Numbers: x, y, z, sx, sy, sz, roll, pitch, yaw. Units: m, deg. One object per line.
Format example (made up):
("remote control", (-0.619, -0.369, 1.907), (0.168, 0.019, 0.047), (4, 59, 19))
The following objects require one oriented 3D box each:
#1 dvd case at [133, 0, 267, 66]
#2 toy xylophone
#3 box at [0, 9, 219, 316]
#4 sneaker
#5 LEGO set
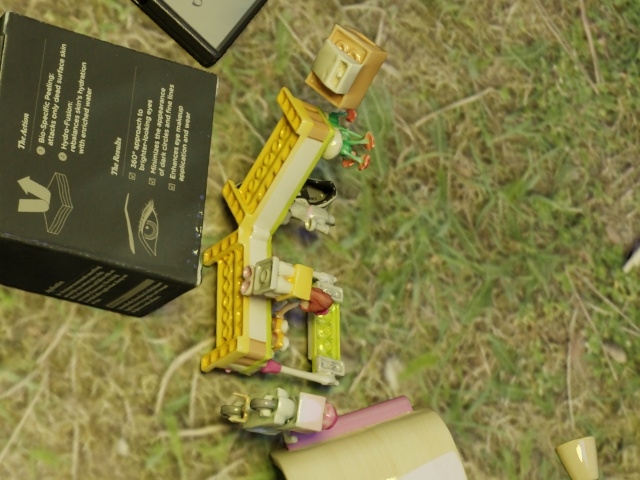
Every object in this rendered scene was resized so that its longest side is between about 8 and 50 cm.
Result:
("dvd case", (-0.127, -0.272, 1.359), (0.253, 0.022, 0.180), (43, 56, -11))
("toy xylophone", (0.094, 0.256, 1.214), (0.236, 0.081, 0.323), (-8, 76, -7))
("box", (-0.162, -0.048, 1.209), (0.158, 0.093, 0.156), (16, 66, -27))
("sneaker", (-0.026, -0.035, 1.322), (0.083, 0.037, 0.032), (-5, 76, -31))
("LEGO set", (0.000, 0.000, 1.268), (0.107, 0.132, 0.287), (17, 81, -32))
